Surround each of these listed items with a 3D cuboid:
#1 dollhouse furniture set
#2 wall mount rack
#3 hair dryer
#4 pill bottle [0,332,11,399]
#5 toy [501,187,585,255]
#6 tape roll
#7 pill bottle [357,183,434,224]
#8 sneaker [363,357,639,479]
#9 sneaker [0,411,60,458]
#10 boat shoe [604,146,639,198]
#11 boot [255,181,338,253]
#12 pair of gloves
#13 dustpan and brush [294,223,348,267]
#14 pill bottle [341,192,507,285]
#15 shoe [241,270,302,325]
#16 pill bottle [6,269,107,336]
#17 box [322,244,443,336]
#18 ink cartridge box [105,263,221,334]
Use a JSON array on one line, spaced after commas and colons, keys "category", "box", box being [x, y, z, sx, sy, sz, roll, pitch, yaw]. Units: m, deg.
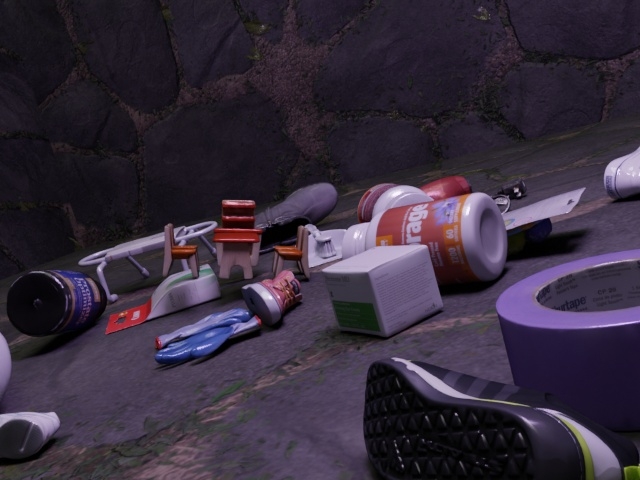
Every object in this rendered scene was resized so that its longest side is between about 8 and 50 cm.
[{"category": "dollhouse furniture set", "box": [-0.161, -0.008, 1.340, 0.262, 0.135, 0.259, 1, 4, -7]}, {"category": "wall mount rack", "box": [-0.397, 0.046, 1.727, 0.350, 0.130, 0.304, -15, 12, 6]}, {"category": "hair dryer", "box": [0.283, -0.091, 1.511, 0.294, 0.080, 0.224, -10, 11, 33]}, {"category": "pill bottle", "box": [-0.523, 0.171, 0.962, 0.169, 0.169, 0.301, -20, 10, -28]}, {"category": "toy", "box": [0.283, -0.009, 1.066, 0.237, 0.056, 0.137, -16, 11, 33]}, {"category": "tape roll", "box": [0.241, 0.070, 0.551, 0.189, 0.080, 0.189, -15, 9, 3]}, {"category": "pill bottle", "box": [0.148, -0.045, 1.314, 0.121, 0.121, 0.221, -16, 8, -6]}, {"category": "sneaker", "box": [0.110, 0.134, 0.464, 0.097, 0.084, 0.235, 7, 0, -24]}, {"category": "sneaker", "box": [-0.363, 0.221, 0.777, 0.152, 0.053, 0.061, -8, 1, 10]}, {"category": "boat shoe", "box": [0.612, -0.138, 1.243, 0.258, 0.095, 0.084, -33, 20, -30]}, {"category": "boot", "box": [-0.065, -0.051, 1.845, 0.338, 0.118, 0.223, -30, 15, -17]}, {"category": "pair of gloves", "box": [-0.167, 0.139, 1.025, 0.159, 0.023, 0.198, -19, 8, -14]}, {"category": "dustpan and brush", "box": [0.000, 0.000, 1.490, 0.147, 0.060, 0.211, -17, 9, -11]}, {"category": "pill bottle", "box": [0.142, 0.008, 0.989, 0.216, 0.121, 0.121, -10, 10, 37]}, {"category": "shoe", "box": [-0.066, 0.082, 1.070, 0.081, 0.063, 0.178, -23, 6, -15]}, {"category": "pill bottle", "box": [-0.500, 0.119, 1.351, 0.123, 0.122, 0.219, -15, -4, 4]}, {"category": "box", "box": [0.077, 0.060, 0.872, 0.102, 0.087, 0.101, -21, 10, -32]}, {"category": "ink cartridge box", "box": [-0.316, 0.110, 1.382, 0.225, 0.056, 0.181, -15, 8, -12]}]
